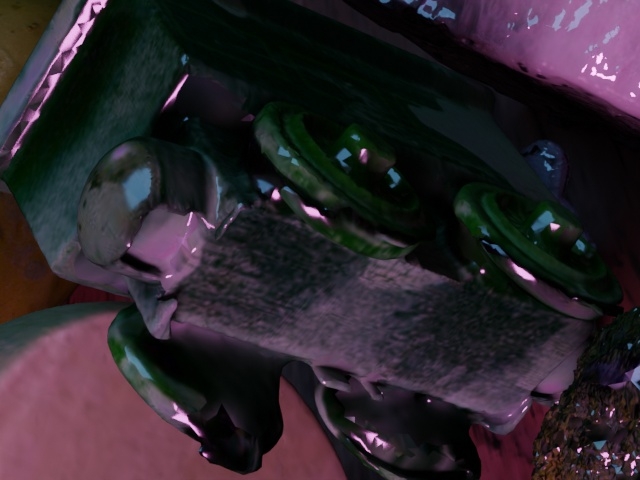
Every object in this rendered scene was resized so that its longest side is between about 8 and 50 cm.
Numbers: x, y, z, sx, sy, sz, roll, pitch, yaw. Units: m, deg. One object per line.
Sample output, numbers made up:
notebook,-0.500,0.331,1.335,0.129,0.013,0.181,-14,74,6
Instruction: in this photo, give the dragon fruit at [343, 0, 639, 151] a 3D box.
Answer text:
dragon fruit,0.152,-0.167,0.890,0.221,0.204,0.283,-58,32,2

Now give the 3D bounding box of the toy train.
toy train,0.000,0.000,0.759,0.145,0.266,0.202,-55,41,20

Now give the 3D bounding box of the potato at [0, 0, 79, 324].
potato,-0.241,-0.044,1.251,0.215,0.216,0.304,-15,53,40

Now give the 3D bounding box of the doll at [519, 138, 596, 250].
doll,0.083,0.018,0.927,0.179,0.075,0.120,-14,83,60

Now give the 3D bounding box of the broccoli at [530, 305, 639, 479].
broccoli,0.147,0.093,0.677,0.162,0.138,0.146,-53,31,-12

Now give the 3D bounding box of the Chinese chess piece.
Chinese chess piece,-0.090,0.151,0.781,0.101,0.250,0.250,-24,36,41
